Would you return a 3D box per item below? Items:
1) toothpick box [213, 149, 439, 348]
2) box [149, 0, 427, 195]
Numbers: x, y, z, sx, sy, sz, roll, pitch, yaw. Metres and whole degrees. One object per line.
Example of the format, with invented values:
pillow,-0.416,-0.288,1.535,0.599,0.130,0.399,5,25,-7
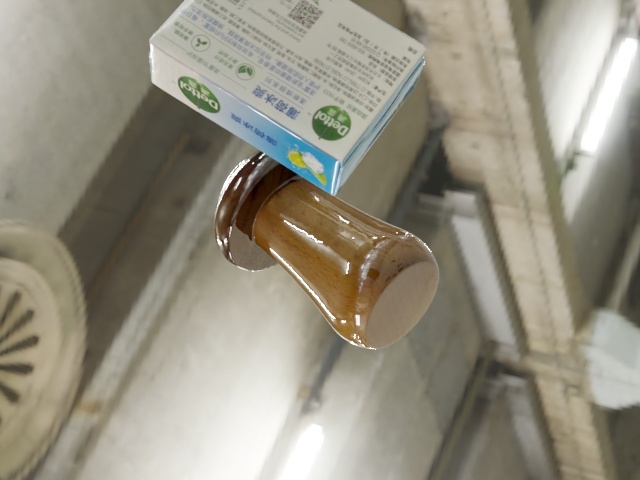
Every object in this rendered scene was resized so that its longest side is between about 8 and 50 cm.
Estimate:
toothpick box,0.000,0.000,1.674,0.192,0.294,0.192,-32,-37,-28
box,-0.028,-0.150,1.134,0.139,0.194,0.073,-53,-9,-23
